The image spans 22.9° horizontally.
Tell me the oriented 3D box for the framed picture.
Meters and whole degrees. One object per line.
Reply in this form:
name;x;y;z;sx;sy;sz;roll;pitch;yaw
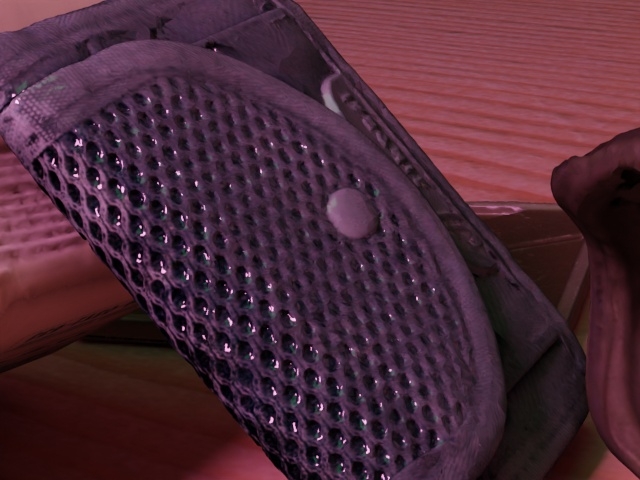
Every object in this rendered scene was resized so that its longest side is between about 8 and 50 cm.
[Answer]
framed picture;0.026;0.020;1.126;0.335;0.022;0.247;2;22;18

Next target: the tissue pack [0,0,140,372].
tissue pack;-0.271;-0.005;0.838;0.297;0.207;0.380;-25;-4;32

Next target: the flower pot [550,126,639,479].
flower pot;0.245;0.051;0.666;0.213;0.302;0.302;-22;24;-9

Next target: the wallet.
wallet;0.000;0.000;0.812;0.075;0.342;0.237;-42;-4;36
